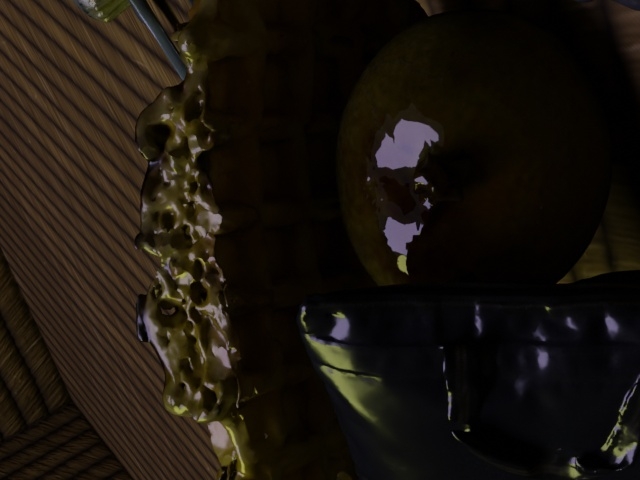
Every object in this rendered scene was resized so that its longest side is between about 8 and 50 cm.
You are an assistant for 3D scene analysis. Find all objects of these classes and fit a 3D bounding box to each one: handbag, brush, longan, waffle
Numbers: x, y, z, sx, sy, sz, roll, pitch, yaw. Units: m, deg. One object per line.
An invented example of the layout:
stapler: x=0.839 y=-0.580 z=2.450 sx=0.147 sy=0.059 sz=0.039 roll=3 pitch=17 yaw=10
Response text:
handbag: x=0.125 y=0.088 z=0.980 sx=0.211 sy=0.254 sz=0.088 roll=80 pitch=-169 yaw=-47
brush: x=-0.172 y=-0.196 z=1.693 sx=0.297 sy=0.060 sz=0.068 roll=57 pitch=-179 yaw=10
longan: x=0.073 y=-0.037 z=0.999 sx=0.154 sy=0.145 sz=0.176 roll=67 pitch=-157 yaw=-5
waffle: x=-0.003 y=0.000 z=1.074 sx=0.060 sy=0.311 sz=0.307 roll=0 pitch=152 yaw=37

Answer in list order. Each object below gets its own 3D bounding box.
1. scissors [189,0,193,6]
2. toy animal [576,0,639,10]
scissors: x=-0.159 y=-0.290 z=1.549 sx=0.383 sy=0.029 sz=0.256 roll=48 pitch=166 yaw=48
toy animal: x=0.012 y=-0.209 z=1.013 sx=0.206 sy=0.081 sz=0.367 roll=49 pitch=170 yaw=-27
